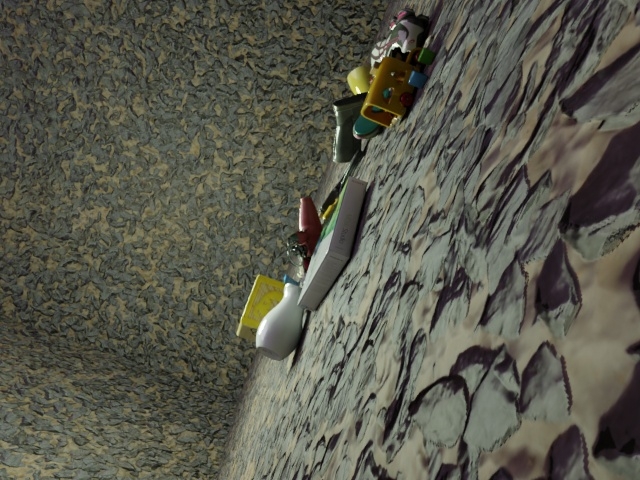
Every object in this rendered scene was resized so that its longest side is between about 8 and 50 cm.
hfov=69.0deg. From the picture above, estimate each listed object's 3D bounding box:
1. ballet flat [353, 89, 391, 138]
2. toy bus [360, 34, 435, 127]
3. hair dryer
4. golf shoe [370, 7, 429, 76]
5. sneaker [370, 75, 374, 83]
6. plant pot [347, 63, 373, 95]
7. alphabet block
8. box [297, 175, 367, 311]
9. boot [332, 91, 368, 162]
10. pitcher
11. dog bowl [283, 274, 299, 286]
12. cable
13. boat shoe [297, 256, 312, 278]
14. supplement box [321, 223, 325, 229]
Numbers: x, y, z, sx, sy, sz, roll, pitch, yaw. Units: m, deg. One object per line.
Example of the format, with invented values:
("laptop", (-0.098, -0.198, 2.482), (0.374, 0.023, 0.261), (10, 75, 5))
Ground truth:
("ballet flat", (0.151, -0.349, 1.337), (0.079, 0.076, 0.222), (85, -157, -56))
("toy bus", (0.160, -0.356, 1.025), (0.202, 0.104, 0.191), (-77, 9, -52))
("hair dryer", (-0.037, -0.011, 1.417), (0.224, 0.079, 0.294), (74, -168, -54))
("golf shoe", (0.192, -0.485, 1.235), (0.273, 0.105, 0.120), (128, 155, -74))
("sneaker", (0.183, -0.491, 1.507), (0.119, 0.066, 0.042), (117, 172, -50))
("plant pot", (0.168, -0.538, 1.635), (0.134, 0.134, 0.096), (127, 135, -72))
("alphabet block", (-0.181, 0.266, 1.688), (0.197, 0.192, 0.194), (122, 165, -62))
("box", (0.027, 0.018, 1.212), (0.322, 0.058, 0.233), (119, 170, -55))
("boot", (0.123, -0.358, 1.490), (0.076, 0.189, 0.209), (-111, 9, -51))
("pitcher", (-0.104, 0.261, 1.405), (0.178, 0.125, 0.207), (79, -148, -52))
("dog bowl", (-0.173, 0.286, 2.165), (0.297, 0.073, 0.166), (117, 172, -47))
("cable", (0.078, -0.162, 1.546), (0.287, 0.072, 0.139), (-56, -4, 11))
("boat shoe", (-0.050, 0.070, 1.826), (0.059, 0.062, 0.170), (121, 159, -51))
("supplement box", (0.000, 0.000, 1.670), (0.062, 0.036, 0.099), (117, 172, -51))
